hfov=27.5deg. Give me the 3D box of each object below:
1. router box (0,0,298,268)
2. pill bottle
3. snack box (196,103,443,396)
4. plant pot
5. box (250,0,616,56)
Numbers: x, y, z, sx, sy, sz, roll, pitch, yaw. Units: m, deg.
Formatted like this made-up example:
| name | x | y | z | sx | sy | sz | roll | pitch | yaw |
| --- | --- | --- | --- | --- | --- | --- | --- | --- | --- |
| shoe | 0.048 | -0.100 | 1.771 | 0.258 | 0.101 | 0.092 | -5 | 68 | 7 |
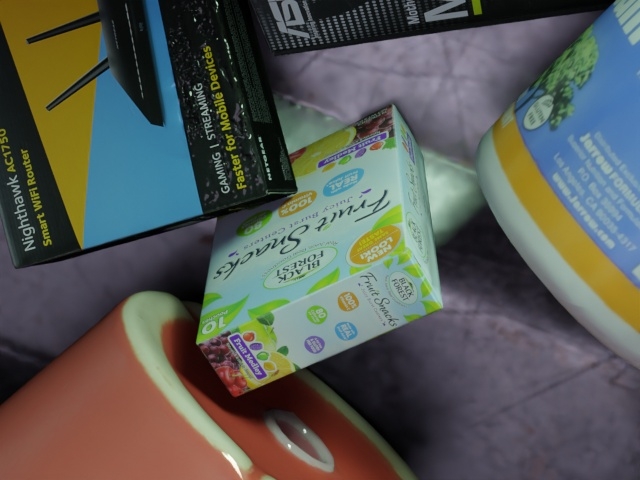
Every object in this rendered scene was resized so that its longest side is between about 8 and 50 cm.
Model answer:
| name | x | y | z | sx | sy | sz | roll | pitch | yaw |
| --- | --- | --- | --- | --- | --- | --- | --- | --- | --- |
| router box | -0.098 | -0.089 | 0.605 | 0.133 | 0.046 | 0.179 | -16 | 87 | 19 |
| pill bottle | 0.205 | -0.077 | 0.526 | 0.152 | 0.152 | 0.272 | 42 | 114 | -6 |
| snack box | 0.000 | 0.000 | 0.596 | 0.100 | 0.141 | 0.037 | -26 | 117 | 15 |
| plant pot | -0.084 | 0.176 | 0.615 | 0.275 | 0.275 | 0.243 | 38 | 98 | -5 |
| box | 0.046 | -0.156 | 0.534 | 0.184 | 0.191 | 0.045 | -8 | 61 | 8 |
